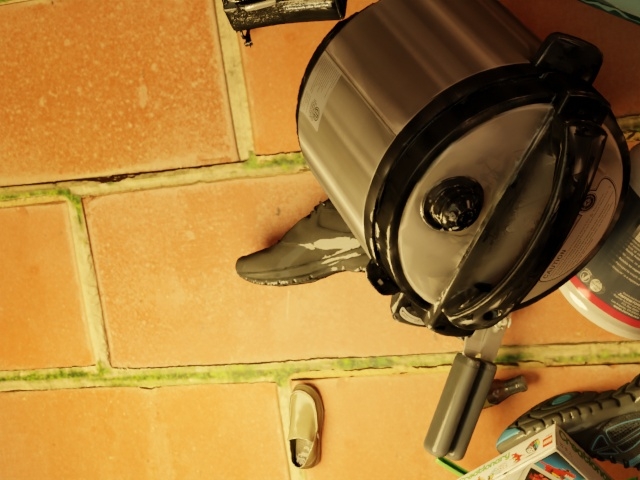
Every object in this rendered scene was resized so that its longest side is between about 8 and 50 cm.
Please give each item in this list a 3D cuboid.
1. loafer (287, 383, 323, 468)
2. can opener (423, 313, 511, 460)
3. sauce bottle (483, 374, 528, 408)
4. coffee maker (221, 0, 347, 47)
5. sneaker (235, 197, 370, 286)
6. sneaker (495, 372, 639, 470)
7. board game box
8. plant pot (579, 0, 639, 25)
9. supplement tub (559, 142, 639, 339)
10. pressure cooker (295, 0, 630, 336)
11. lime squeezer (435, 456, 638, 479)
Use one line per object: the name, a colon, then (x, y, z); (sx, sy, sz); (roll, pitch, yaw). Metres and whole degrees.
loafer: (-0.026, 0.308, 2.098); (0.056, 0.050, 0.148); (-2, 101, 20)
can opener: (0.224, 0.195, 1.956); (0.093, 0.074, 0.280); (16, 89, 55)
sauce bottle: (0.258, 0.239, 1.987); (0.128, 0.042, 0.042); (-20, 95, 24)
coffee maker: (-0.049, -0.377, 1.922); (0.178, 0.171, 0.120); (-3, 75, 12)
sneaker: (0.000, 0.000, 2.006); (0.286, 0.109, 0.130); (-12, 88, 15)
sneaker: (0.426, 0.287, 1.895); (0.340, 0.125, 0.140); (-20, 97, 24)
board game box: (0.370, 0.422, 1.912); (0.193, 0.053, 0.305); (-36, 112, 28)
plant pot: (0.434, -0.420, 1.722); (0.165, 0.165, 0.234); (25, 101, 13)
supplement tub: (0.462, -0.015, 1.759); (0.191, 0.191, 0.272); (37, 121, 9)
pressure cooker: (0.190, -0.099, 1.682); (0.375, 0.420, 0.370); (-25, 131, -7)
lime squeezer: (0.330, 0.393, 1.971); (0.310, 0.059, 0.110); (4, 143, 21)
